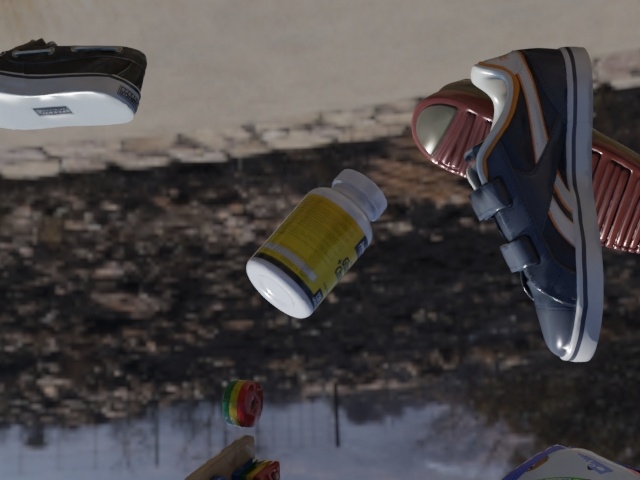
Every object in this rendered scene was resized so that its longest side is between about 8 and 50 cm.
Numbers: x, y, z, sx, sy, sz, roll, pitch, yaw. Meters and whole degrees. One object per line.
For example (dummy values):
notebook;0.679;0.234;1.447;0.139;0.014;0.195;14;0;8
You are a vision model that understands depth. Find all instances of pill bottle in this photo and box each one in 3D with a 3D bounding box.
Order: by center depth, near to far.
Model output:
pill bottle;0.000;0.000;1.623;0.103;0.184;0.103;35;159;15

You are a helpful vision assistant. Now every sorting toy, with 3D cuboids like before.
sorting toy;-0.079;0.281;1.252;0.046;0.274;0.132;3;-168;22

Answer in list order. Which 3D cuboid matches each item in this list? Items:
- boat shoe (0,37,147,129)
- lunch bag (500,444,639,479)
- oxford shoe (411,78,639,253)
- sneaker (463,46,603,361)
boat shoe;-0.268;-0.153;1.248;0.219;0.070;0.078;3;154;18
lunch bag;0.320;0.408;1.450;0.328;0.239;0.385;19;-139;38
oxford shoe;0.283;-0.101;1.470;0.348;0.130;0.123;29;131;14
sneaker;0.211;-0.036;1.318;0.127;0.321;0.126;-1;171;-4
